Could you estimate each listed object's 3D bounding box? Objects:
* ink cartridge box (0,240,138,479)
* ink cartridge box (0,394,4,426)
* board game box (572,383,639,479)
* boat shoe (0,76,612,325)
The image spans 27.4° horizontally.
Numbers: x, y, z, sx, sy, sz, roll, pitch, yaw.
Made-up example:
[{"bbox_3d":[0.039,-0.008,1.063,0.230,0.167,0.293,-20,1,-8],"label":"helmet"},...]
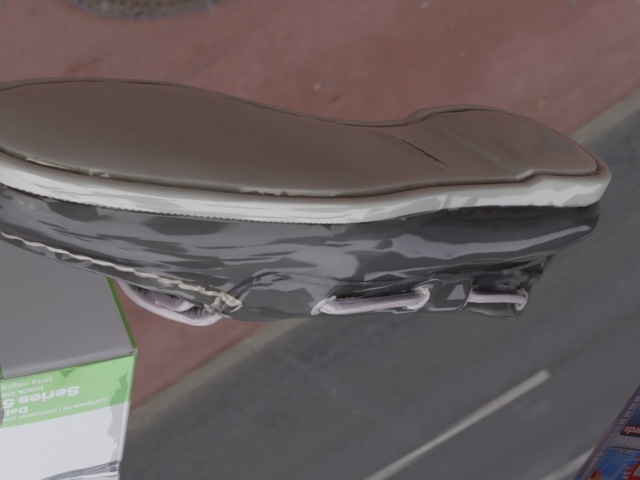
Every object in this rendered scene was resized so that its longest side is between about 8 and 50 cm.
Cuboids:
[{"bbox_3d":[-0.240,0.107,1.077,0.114,0.198,0.273,-10,142,-23],"label":"ink cartridge box"},{"bbox_3d":[-0.215,0.014,0.702,0.056,0.181,0.224,-4,174,-45],"label":"ink cartridge box"},{"bbox_3d":[0.190,0.158,0.664,0.194,0.194,0.060,-31,-162,-34],"label":"board game box"},{"bbox_3d":[0.000,0.000,0.529,0.335,0.112,0.095,-2,120,-45],"label":"boat shoe"}]
